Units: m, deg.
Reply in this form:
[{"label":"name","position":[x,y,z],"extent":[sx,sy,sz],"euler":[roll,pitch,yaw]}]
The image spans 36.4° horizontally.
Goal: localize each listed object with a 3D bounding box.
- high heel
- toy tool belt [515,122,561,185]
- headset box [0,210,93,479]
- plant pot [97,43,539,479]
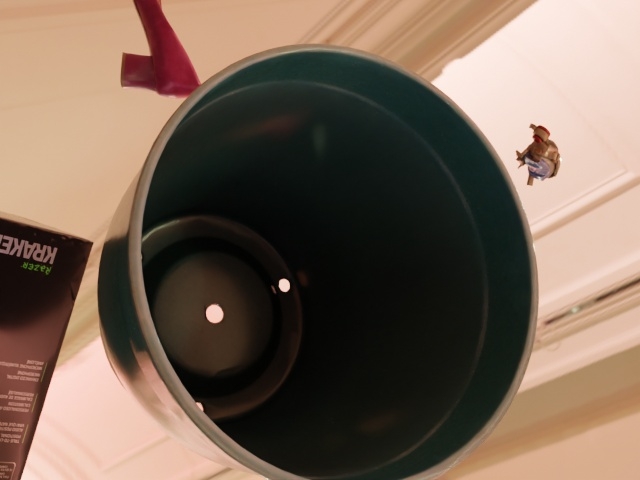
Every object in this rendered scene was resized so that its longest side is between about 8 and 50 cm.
[{"label":"high heel","position":[-0.211,-0.322,1.367],"extent":[0.117,0.082,0.244],"euler":[6,-96,2]},{"label":"toy tool belt","position":[0.262,-0.100,1.182],"extent":[0.052,0.083,0.051],"euler":[38,-95,31]},{"label":"headset box","position":[-0.347,0.097,0.756],"extent":[0.131,0.246,0.283],"euler":[16,-93,40]},{"label":"plant pot","position":[-0.037,0.039,0.680],"extent":[0.255,0.272,0.271],"euler":[-25,-93,60]}]
